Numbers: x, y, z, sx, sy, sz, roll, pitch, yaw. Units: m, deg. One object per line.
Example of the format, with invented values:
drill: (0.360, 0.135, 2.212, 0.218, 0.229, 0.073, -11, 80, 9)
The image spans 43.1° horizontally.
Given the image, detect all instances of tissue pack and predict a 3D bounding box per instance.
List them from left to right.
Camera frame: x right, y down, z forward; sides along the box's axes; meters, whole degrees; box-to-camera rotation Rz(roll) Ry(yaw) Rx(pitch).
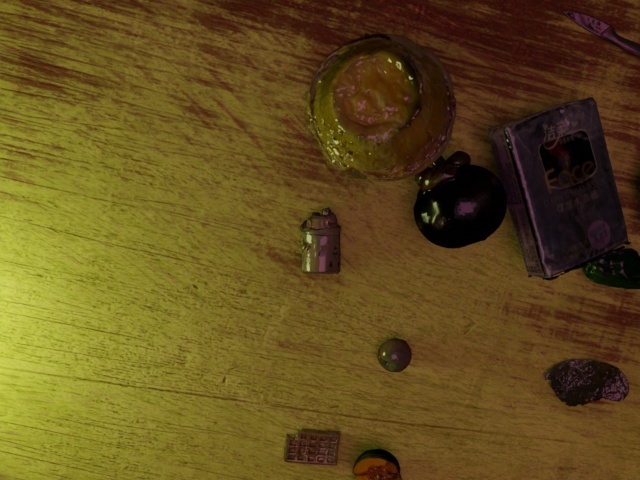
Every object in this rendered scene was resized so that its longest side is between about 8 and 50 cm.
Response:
tissue pack: (0.538, -0.120, 1.834, 0.259, 0.122, 0.361, -19, 99, -22)

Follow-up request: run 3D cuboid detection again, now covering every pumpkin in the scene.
pumpkin: (0.139, 0.580, 1.968, 0.119, 0.107, 0.183, -3, 108, 4)

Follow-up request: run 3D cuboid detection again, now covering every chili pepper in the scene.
chili pepper: (0.755, 0.067, 1.931, 0.253, 0.083, 0.099, -2, 91, -7)

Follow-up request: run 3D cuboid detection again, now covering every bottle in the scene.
bottle: (0.001, 0.000, 1.871, 0.099, 0.099, 0.152, 0, 91, -3)

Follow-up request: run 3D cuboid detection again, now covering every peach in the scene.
peach: (0.178, 0.272, 1.933, 0.083, 0.083, 0.083, -1, 100, -3)

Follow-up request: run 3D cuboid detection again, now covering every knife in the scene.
knife: (0.665, -0.474, 1.861, 0.247, 0.018, 0.035, 26, 100, -6)

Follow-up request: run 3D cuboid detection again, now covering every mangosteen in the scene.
mangosteen: (0.298, -0.107, 1.817, 0.211, 0.211, 0.250, -24, 86, 1)

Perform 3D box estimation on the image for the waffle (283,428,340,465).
waffle: (-0.021, 0.506, 1.990, 0.135, 0.021, 0.092, 6, 101, -5)

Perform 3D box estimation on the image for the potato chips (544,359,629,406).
potato chips: (0.655, 0.356, 2.002, 0.209, 0.026, 0.142, 25, 100, -7)

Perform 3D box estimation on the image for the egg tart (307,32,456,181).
egg tart: (0.124, -0.300, 1.757, 0.345, 0.132, 0.345, -2, 81, 13)

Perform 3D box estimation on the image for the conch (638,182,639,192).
conch: (0.818, -0.088, 1.889, 0.187, 0.124, 0.181, 39, 106, 14)
